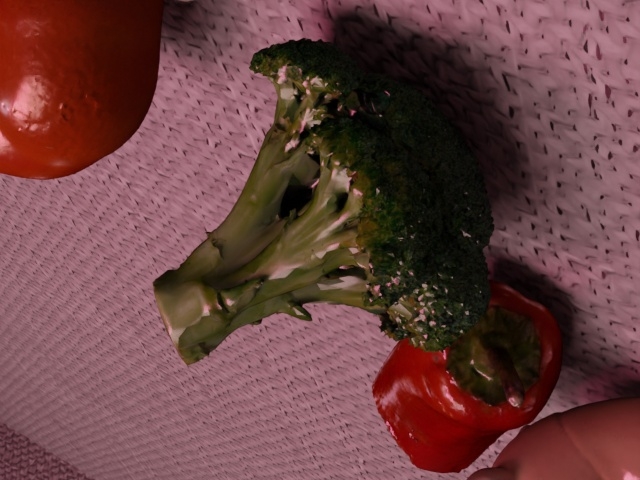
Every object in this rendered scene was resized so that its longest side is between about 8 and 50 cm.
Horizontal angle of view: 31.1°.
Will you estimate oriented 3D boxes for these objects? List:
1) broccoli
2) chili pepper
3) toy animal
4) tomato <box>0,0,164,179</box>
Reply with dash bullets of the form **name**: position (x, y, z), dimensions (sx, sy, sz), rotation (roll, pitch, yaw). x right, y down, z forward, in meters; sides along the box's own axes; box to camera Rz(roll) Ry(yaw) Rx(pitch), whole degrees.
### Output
- **broccoli**: position (0.000, 0.000, 0.869), dimensions (0.254, 0.269, 0.269), rotation (56, 172, 44)
- **chili pepper**: position (0.141, 0.101, 0.985), dimensions (0.134, 0.131, 0.338), rotation (60, 163, 16)
- **toy animal**: position (0.257, 0.207, 0.951), dimensions (0.250, 0.154, 0.166), rotation (-5, 165, 24)
- **tomato**: position (-0.237, -0.177, 0.947), dimensions (0.260, 0.180, 0.259), rotation (10, 106, 40)
